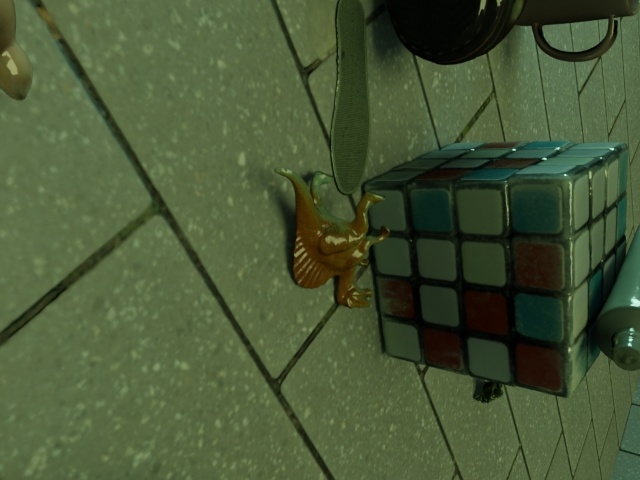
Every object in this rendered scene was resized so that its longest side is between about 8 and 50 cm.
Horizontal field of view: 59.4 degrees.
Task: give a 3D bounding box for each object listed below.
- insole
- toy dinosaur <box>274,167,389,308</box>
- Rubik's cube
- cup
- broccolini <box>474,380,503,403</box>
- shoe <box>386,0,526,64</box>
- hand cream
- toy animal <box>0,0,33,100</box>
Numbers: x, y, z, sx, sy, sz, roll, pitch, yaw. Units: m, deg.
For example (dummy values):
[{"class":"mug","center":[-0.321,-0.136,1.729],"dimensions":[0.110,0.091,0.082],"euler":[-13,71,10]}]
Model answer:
[{"class":"insole","center":[0.038,-0.170,0.662],"dimensions":[0.080,0.003,0.232],"euler":[-8,101,-50]},{"class":"toy dinosaur","center":[0.001,0.000,0.617],"dimensions":[0.212,0.057,0.142],"euler":[14,103,-39]},{"class":"Rubik's cube","center":[0.238,0.014,0.736],"dimensions":[0.259,0.253,0.256],"euler":[-27,114,-47]},{"class":"cup","center":[0.408,-0.423,0.924],"dimensions":[0.191,0.200,0.253],"euler":[-17,107,-49]},{"class":"broccolini","center":[0.291,0.221,0.988],"dimensions":[0.054,0.052,0.194],"euler":[-50,130,-39]},{"class":"shoe","center":[0.206,-0.385,0.707],"dimensions":[0.237,0.171,0.384],"euler":[10,80,-47]},{"class":"hand cream","center":[0.403,0.055,0.706],"dimensions":[0.340,0.077,0.125],"euler":[-38,122,-50]},{"class":"toy animal","center":[-0.223,-0.110,0.290],"dimensions":[0.150,0.083,0.089],"euler":[-38,81,-31]}]
